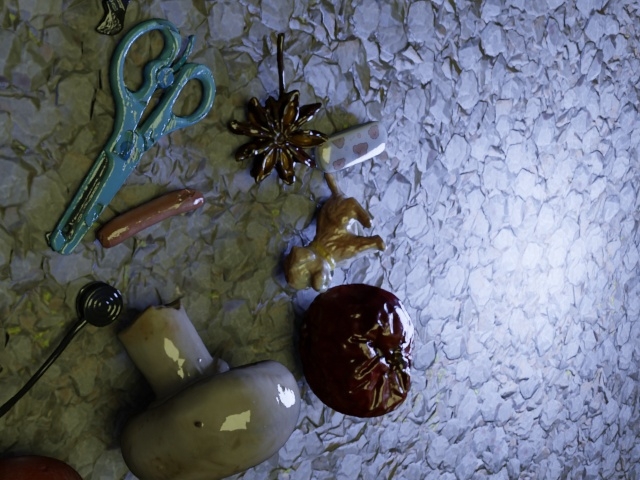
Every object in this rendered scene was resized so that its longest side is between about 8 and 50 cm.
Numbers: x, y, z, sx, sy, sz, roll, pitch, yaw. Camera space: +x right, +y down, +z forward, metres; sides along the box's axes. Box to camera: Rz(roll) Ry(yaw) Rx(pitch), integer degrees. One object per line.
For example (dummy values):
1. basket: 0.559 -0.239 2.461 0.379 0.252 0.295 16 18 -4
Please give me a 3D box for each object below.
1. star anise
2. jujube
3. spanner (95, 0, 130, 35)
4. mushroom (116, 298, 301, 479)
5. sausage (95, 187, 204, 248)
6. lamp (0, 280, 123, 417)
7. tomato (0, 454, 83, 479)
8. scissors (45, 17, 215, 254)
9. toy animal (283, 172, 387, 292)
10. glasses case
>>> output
1. star anise: -0.055 -0.202 1.410 0.177 0.073 0.234 26 101 -31
2. jujube: 0.070 0.195 1.540 0.212 0.213 0.232 -17 116 -35
3. spanner: -0.265 -0.385 1.246 0.046 0.012 0.209 43 73 -37
4. mushroom: -0.187 0.230 1.329 0.292 0.292 0.290 -19 83 -34
5. sausage: -0.262 -0.040 1.315 0.186 0.043 0.043 -28 117 -30
6. lamp: -0.400 0.209 1.198 0.371 0.108 0.130 -39 123 -33
7. tomato: -0.410 0.411 1.200 0.184 0.208 0.208 9 95 -36
8. scissors: -0.292 -0.151 1.268 0.180 0.032 0.393 39 77 -37
9. toy animal: -0.007 -0.009 1.511 0.185 0.104 0.184 -34 87 -8
10. glasses case: 0.057 -0.171 1.533 0.164 0.041 0.063 -24 111 -33
